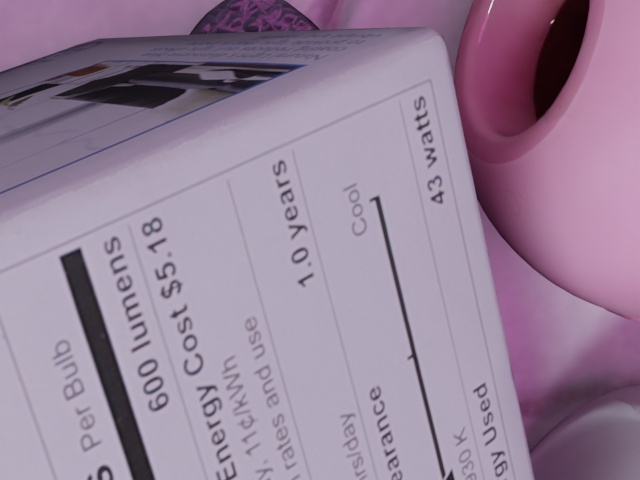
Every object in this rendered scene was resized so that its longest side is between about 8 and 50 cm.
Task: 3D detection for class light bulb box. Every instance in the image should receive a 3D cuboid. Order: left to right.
[{"bbox_3d":[-0.117,0.147,0.447,0.361,0.225,0.357,-27,112,-36],"label":"light bulb box"}]

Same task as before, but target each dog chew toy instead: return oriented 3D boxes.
[{"bbox_3d":[0.231,-0.050,0.605,0.332,0.206,0.206,13,96,-23],"label":"dog chew toy"}]

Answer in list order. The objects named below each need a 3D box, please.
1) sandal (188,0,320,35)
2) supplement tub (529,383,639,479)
[{"bbox_3d":[-0.001,0.001,0.633,0.097,0.054,0.254,-27,114,-1],"label":"sandal"},{"bbox_3d":[0.220,0.208,0.641,0.272,0.191,0.191,32,90,-16],"label":"supplement tub"}]
